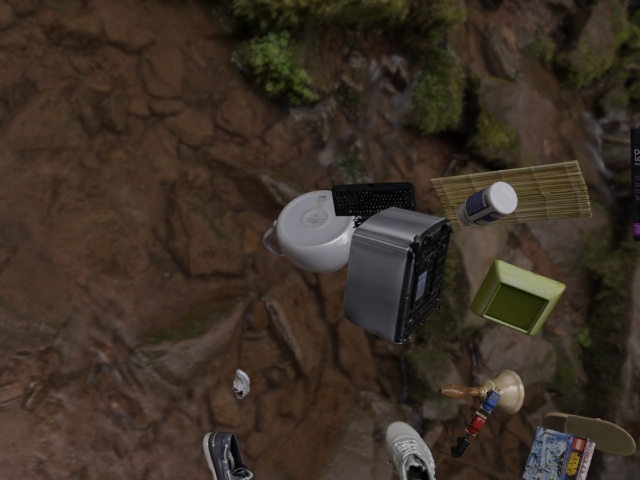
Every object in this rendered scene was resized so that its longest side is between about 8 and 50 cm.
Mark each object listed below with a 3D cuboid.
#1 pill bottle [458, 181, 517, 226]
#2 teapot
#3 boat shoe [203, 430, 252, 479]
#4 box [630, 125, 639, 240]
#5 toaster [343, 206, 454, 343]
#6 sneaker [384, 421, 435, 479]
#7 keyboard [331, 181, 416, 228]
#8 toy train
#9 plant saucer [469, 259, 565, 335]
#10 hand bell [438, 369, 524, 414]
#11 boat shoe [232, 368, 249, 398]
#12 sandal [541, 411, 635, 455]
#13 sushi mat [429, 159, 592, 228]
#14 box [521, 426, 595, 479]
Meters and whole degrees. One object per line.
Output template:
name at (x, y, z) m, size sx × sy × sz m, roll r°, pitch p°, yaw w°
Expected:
pill bottle at (0.328, -0.067, 1.479) m, size 0.067 × 0.120 × 0.067 m, roll 7°, pitch 72°, yaw -24°
teapot at (0.000, 0.000, 2.050) m, size 0.252 × 0.256 × 0.187 m, roll -31°, pitch 139°, yaw -13°
boat shoe at (-0.175, 0.482, 1.518) m, size 0.075 × 0.065 × 0.206 m, roll -49°, pitch 121°, yaw -70°
box at (0.484, -0.078, 1.011) m, size 0.029 × 0.116 × 0.162 m, roll -17°, pitch 105°, yaw -49°
toaster at (0.123, 0.041, 1.144) m, size 0.168 × 0.110 × 0.186 m, roll -32°, pitch 133°, yaw -56°
sneaker at (0.214, 0.517, 1.725) m, size 0.292 × 0.110 × 0.118 m, roll -110°, pitch -175°, yaw -57°
keyboard at (0.108, -0.068, 1.552) m, size 0.038 × 0.192 × 0.100 m, roll -39°, pitch 122°, yaw -51°
toy train at (0.298, 0.349, 1.428) m, size 0.027 × 0.036 × 0.158 m, roll 33°, pitch 88°, yaw 8°
plant saucer at (0.492, 0.158, 1.882) m, size 0.188 × 0.188 × 0.045 m, roll 20°, pitch 40°, yaw 4°
hand bell at (0.426, 0.413, 2.045) m, size 0.242 × 0.126 × 0.126 m, roll 8°, pitch 69°, yaw -29°
boat shoe at (-0.190, 0.342, 1.759) m, size 0.035 × 0.100 × 0.035 m, roll 27°, pitch 55°, yaw 18°
sandal at (0.724, 0.502, 2.009) m, size 0.079 × 0.240 × 0.088 m, roll -29°, pitch 127°, yaw -63°
sushi mat at (0.404, -0.092, 1.588) m, size 0.151 × 0.316 × 0.019 m, roll 64°, pitch 35°, yaw -34°
box at (0.372, 0.374, 1.187) m, size 0.027 × 0.094 × 0.137 m, roll 35°, pitch 70°, yaw -34°
